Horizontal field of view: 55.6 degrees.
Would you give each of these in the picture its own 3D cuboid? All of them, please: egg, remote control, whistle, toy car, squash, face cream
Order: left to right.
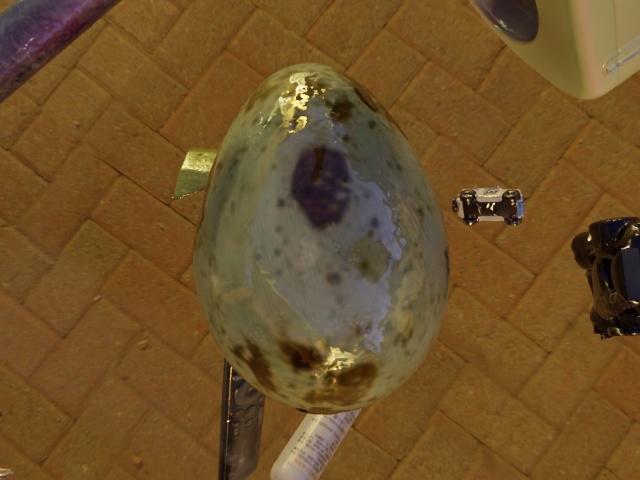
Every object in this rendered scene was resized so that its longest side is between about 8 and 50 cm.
[{"bbox_3d":[-0.140,-0.119,0.319,0.176,0.033,0.033,-42,90,-3],"label":"whistle"},{"bbox_3d":[-0.204,-0.150,1.169,0.184,0.192,0.085,-24,101,-2],"label":"squash"},{"bbox_3d":[-0.155,0.346,1.216,0.044,0.107,0.377,29,126,30],"label":"remote control"},{"bbox_3d":[-0.017,0.369,1.081,0.082,0.082,0.269,40,60,-1],"label":"face cream"},{"bbox_3d":[0.000,0.000,0.405,0.169,0.169,0.231,-4,97,-3],"label":"egg"},{"bbox_3d":[0.397,-0.084,1.441,0.171,0.070,0.080,2,123,29],"label":"toy car"},{"bbox_3d":[0.498,0.065,0.990,0.118,0.301,0.193,-6,81,12],"label":"toy car"}]

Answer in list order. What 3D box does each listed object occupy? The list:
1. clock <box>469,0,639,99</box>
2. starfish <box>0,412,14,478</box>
[{"bbox_3d":[0.110,-0.179,0.342,0.062,0.151,0.191,-36,54,9],"label":"clock"},{"bbox_3d":[-0.651,0.356,0.968,0.294,0.084,0.301,11,85,-31],"label":"starfish"}]
